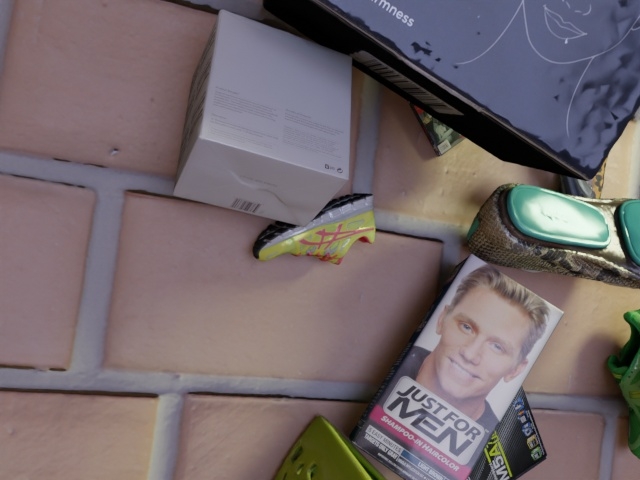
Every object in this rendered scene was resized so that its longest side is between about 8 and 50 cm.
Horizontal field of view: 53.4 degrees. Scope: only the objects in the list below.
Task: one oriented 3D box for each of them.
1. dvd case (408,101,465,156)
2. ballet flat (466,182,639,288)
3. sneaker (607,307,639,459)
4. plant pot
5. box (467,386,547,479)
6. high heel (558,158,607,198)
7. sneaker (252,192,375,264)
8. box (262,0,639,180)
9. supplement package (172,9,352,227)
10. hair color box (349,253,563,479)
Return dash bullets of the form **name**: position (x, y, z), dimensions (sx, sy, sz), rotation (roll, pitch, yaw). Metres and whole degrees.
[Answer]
- **dvd case**: position (0.202, -0.214, 1.069), dimensions (0.087, 0.013, 0.119), rotation (-36, 103, -17)
- **ballet flat**: position (0.475, 0.009, 1.094), dimensions (0.482, 0.182, 0.164), rotation (8, 63, -12)
- **sneaker**: position (0.604, 0.265, 1.206), dimensions (0.123, 0.109, 0.296), rotation (3, 94, 5)
- **plant pot**: position (0.028, 0.431, 0.911), dimensions (0.207, 0.227, 0.228), rotation (-45, 107, -8)
- **box**: position (0.284, 0.335, 1.099), dimensions (0.184, 0.045, 0.191), rotation (-24, 99, -20)
- **high heel**: position (0.500, -0.168, 1.169), dimensions (0.261, 0.093, 0.186), rotation (-53, 131, -25)
- **sneaker**: position (0.000, 0.000, 0.961), dimensions (0.208, 0.081, 0.094), rotation (-20, 106, -18)
- **box**: position (0.243, -0.409, 0.850), dimensions (0.479, 0.297, 0.472), rotation (30, 98, -13)
- **supplement package**: position (-0.076, -0.155, 0.852), dimensions (0.194, 0.149, 0.203), rotation (14, 61, -21)
- **hair color box**: position (0.210, 0.214, 1.002), dimensions (0.173, 0.105, 0.347), rotation (33, 78, 7)
